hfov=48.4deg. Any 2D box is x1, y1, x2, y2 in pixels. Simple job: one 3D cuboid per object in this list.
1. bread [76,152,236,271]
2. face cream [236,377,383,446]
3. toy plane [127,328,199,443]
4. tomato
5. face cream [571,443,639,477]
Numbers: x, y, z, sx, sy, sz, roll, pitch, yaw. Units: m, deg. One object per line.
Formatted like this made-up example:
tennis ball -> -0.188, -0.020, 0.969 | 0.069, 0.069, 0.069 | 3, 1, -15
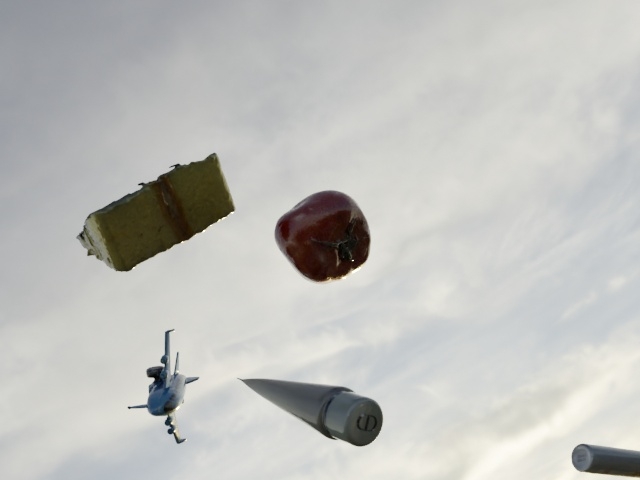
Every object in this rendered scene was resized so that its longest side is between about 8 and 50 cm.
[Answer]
bread -> -0.284, -0.050, 1.261 | 0.266, 0.142, 0.178 | -35, -14, -30
face cream -> -0.016, 0.285, 1.257 | 0.143, 0.314, 0.089 | 24, -101, -33
toy plane -> -0.328, 0.325, 1.522 | 0.105, 0.254, 0.271 | -4, 3, 6
tomato -> 0.000, 0.000, 1.319 | 0.187, 0.151, 0.187 | -16, -69, -50
face cream -> 0.616, 0.457, 1.461 | 0.198, 0.057, 0.084 | 12, -26, -16
